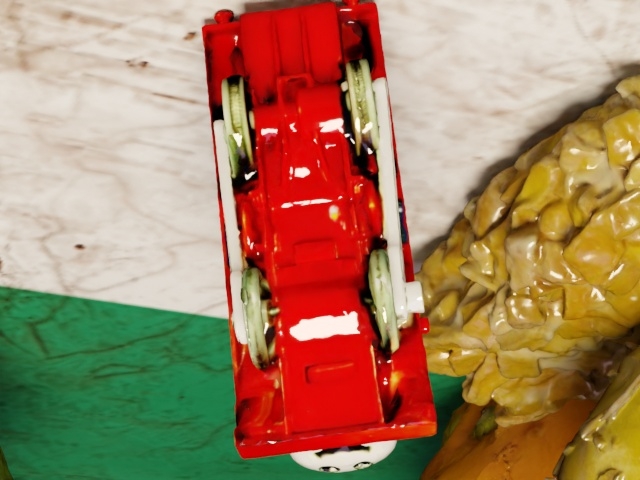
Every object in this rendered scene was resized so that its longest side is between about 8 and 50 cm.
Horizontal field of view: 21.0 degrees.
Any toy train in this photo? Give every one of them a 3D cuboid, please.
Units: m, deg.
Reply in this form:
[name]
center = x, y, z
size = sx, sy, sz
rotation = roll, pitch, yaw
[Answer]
[toy train]
center = 0.000, 0.000, 0.740
size = 0.082, 0.204, 0.131
rotation = -7, 155, 1

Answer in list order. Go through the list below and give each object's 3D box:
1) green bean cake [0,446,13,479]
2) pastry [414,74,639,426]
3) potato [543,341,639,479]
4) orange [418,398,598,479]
[green bean cake]
center = -0.345, 0.178, 0.869
size = 0.335, 0.218, 0.319
rotation = -34, 167, 33
[pastry]
center = 0.147, 0.009, 0.882
size = 0.154, 0.102, 0.250
rotation = 18, 145, -24
[potato]
center = 0.246, 0.079, 0.812
size = 0.300, 0.140, 0.173
rotation = -32, 146, 6
[orange]
center = 0.166, 0.183, 1.063
size = 0.240, 0.240, 0.240
rotation = -5, 151, -3
